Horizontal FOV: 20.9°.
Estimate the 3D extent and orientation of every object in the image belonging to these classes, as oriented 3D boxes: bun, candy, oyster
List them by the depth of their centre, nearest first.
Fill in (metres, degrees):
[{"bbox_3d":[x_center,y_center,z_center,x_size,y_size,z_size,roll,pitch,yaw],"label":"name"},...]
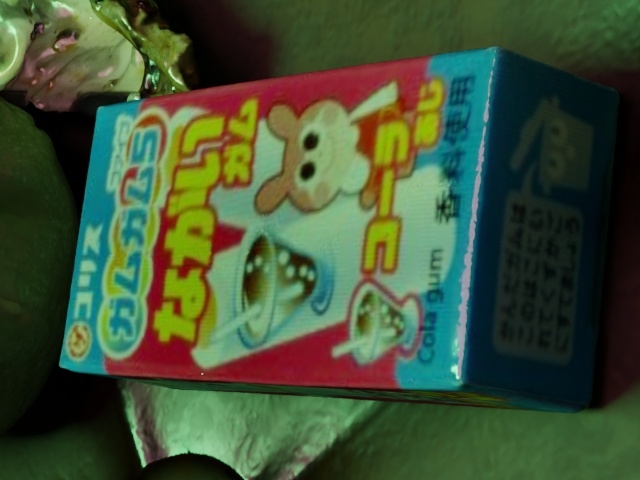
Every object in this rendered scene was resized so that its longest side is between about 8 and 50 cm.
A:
[{"bbox_3d":[-0.001,0.000,0.879,0.306,0.100,0.157,-2,79,48],"label":"candy"},{"bbox_3d":[-0.281,0.020,1.037,0.282,0.205,0.281,0,93,6],"label":"bun"},{"bbox_3d":[-0.163,-0.129,1.110,0.345,0.079,0.128,21,106,50],"label":"oyster"}]
